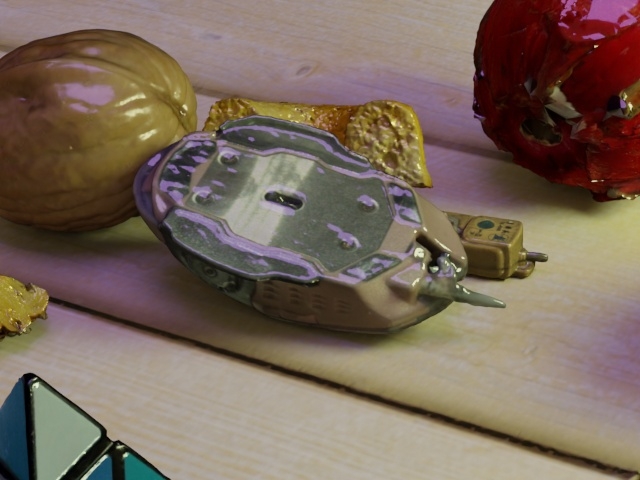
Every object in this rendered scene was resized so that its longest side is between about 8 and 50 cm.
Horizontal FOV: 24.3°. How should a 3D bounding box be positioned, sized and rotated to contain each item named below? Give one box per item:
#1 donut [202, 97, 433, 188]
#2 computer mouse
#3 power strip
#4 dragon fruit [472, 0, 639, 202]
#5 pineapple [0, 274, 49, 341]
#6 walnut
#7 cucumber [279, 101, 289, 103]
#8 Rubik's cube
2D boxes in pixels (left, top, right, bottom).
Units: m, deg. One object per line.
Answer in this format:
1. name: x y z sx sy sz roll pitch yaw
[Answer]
1. donut: 0.003 -0.100 1.608 0.259 0.101 0.152 1 2 15
2. computer mouse: -0.001 0.003 1.452 0.389 0.115 0.199 20 56 13
3. power strip: 0.084 -0.009 1.535 0.305 0.044 0.064 10 32 18
4. dragon fruit: 0.313 -0.195 1.614 0.296 0.295 0.301 21 57 33
5. pineapple: -0.319 0.072 1.396 0.114 0.077 0.114 1 44 12
6. walnut: -0.259 -0.117 1.572 0.261 0.225 0.225 -7 28 18
7. cucumber: -0.093 -0.127 1.755 0.036 0.033 0.184 -9 19 42
8. Rubik's cube: -0.157 0.288 1.035 0.250 0.284 0.234 21 43 -28
